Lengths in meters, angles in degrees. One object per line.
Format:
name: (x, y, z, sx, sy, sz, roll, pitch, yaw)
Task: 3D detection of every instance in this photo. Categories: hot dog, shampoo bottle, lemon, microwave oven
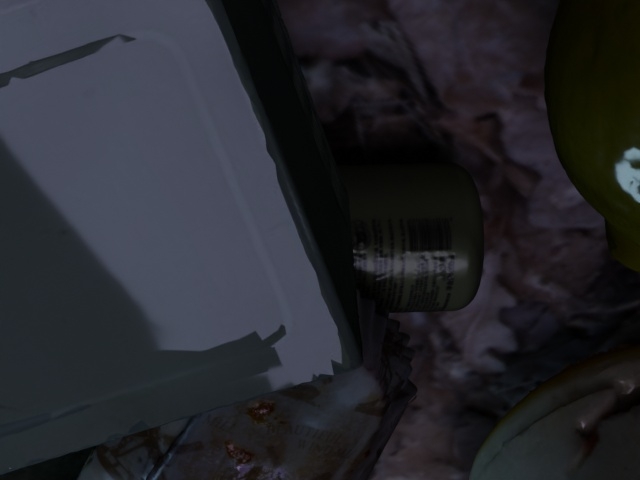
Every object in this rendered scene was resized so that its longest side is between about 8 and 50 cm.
hot dog: (-0.049, 0.123, 0.865, 0.144, 0.075, 0.268, 20, 123, -29)
shampoo bottle: (0.000, 0.000, 0.859, 0.162, 0.079, 0.079, -2, 134, -8)
lemon: (0.197, -0.087, 0.738, 0.184, 0.184, 0.248, 5, 124, -15)
microwave oven: (-0.155, -0.030, 0.714, 0.295, 0.181, 0.237, -18, 117, 8)

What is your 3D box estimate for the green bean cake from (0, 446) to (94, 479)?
green bean cake: (-0.149, 0.133, 0.952, 0.185, 0.094, 0.183, -35, 129, 22)

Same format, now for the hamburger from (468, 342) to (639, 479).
hamburger: (0.217, 0.184, 1.034, 0.227, 0.151, 0.295, -18, 139, 16)
